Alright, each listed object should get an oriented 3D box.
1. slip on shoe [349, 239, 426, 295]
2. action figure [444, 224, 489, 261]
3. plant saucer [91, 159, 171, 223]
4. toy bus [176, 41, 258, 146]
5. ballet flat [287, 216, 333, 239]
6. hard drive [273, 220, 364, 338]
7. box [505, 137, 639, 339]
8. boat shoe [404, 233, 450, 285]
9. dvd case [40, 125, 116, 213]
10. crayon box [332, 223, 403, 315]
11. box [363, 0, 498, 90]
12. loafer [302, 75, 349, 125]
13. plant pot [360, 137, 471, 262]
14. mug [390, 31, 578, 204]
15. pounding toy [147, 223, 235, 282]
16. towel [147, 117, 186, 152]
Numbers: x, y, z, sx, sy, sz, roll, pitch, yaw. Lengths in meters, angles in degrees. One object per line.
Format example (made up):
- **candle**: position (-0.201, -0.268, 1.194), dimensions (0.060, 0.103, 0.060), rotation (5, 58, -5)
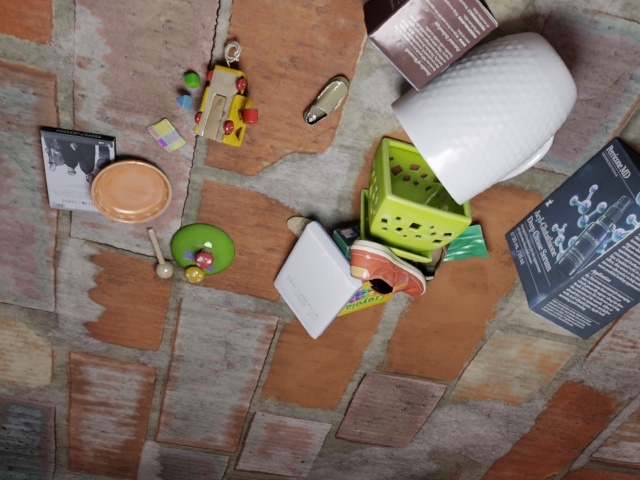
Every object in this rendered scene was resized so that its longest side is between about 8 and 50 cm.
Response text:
- **slip on shoe**: position (0.169, 0.093, 1.586), dimensions (0.123, 0.101, 0.331), rotation (9, 167, 34)
- **action figure**: position (0.339, 0.015, 1.740), dimensions (0.232, 0.063, 0.137), rotation (-11, 131, 18)
- **plant saucer**: position (-0.488, -0.130, 1.619), dimensions (0.200, 0.037, 0.200), rotation (-9, 133, -10)
- **toy bus**: position (-0.209, -0.315, 1.437), dimensions (0.202, 0.191, 0.104), rotation (-28, 168, 23)
- **ballet flat**: position (0.000, 0.000, 1.726), dimensions (0.206, 0.067, 0.073), rotation (24, 129, -18)
- **hard drive**: position (-0.015, 0.116, 1.709), dimensions (0.040, 0.210, 0.319), rotation (-27, 162, -34)
- **box**: position (0.704, 0.002, 1.574), dimensions (0.212, 0.293, 0.395), rotation (27, 125, -21)
- **boat shoe**: position (0.278, 0.070, 1.701), dimensions (0.095, 0.095, 0.257), rotation (16, 133, 0)
- **dvd case**: position (-0.616, -0.173, 1.612), dimensions (0.179, 0.030, 0.239), rotation (8, 130, -6)
- **crayon box**: position (0.118, 0.093, 1.745), dimensions (0.202, 0.081, 0.318), rotation (-15, 136, -25)
- **box**: position (0.217, -0.458, 1.272), dimensions (0.203, 0.168, 0.167), rotation (-37, 122, 28)
- **loafer**: position (0.015, -0.320, 1.467), dimensions (0.056, 0.050, 0.148), rotation (30, 124, -22)
- **plant pot**: position (0.219, -0.085, 1.558), dimensions (0.227, 0.228, 0.207), rotation (16, 134, -13)
- **mug**: position (0.390, -0.260, 1.389), dimensions (0.328, 0.276, 0.374), rotation (-35, 139, 15)
- **pounding toy**: position (-0.362, 0.056, 1.750), dimensions (0.236, 0.110, 0.183), rotation (-2, 130, 2)
- **towel**: position (-0.380, -0.261, 1.548), dimensions (0.060, 0.009, 0.083), rotation (-25, 126, 19)
